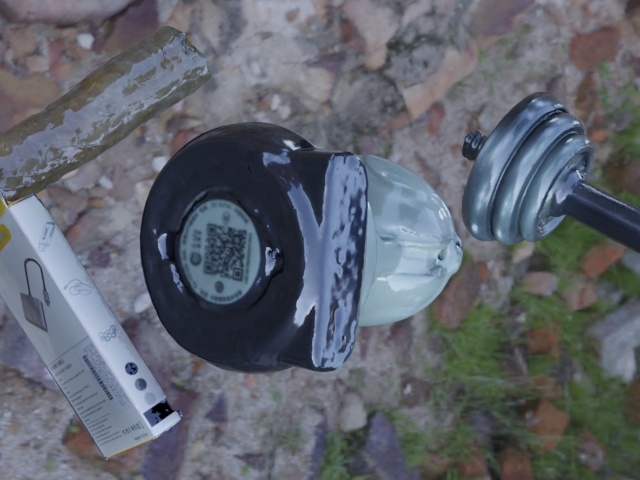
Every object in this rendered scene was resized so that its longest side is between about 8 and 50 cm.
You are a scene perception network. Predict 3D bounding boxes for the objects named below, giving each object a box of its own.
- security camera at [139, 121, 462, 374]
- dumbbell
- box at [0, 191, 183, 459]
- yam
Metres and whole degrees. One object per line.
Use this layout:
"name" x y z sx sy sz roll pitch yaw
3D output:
"security camera" 0.000 0.000 0.886 0.277 0.191 0.197 -6 101 -54
"dumbbell" 0.319 -0.014 1.058 0.179 0.406 0.179 -40 148 -31
"box" -0.216 0.067 0.874 0.033 0.129 0.247 -33 92 -35
"yam" -0.258 -0.102 1.019 0.357 0.081 0.081 -41 109 -30
